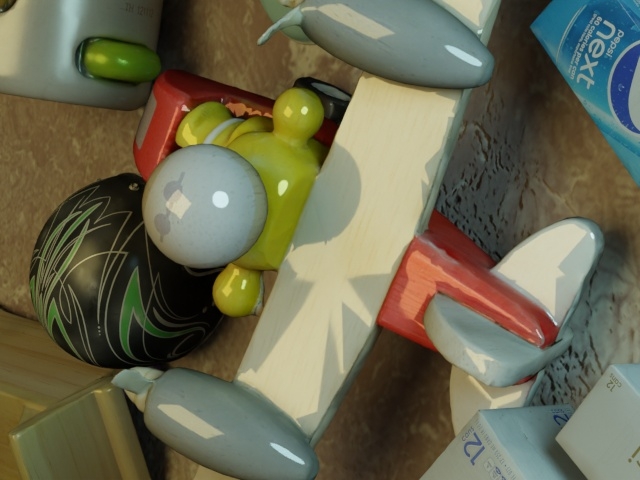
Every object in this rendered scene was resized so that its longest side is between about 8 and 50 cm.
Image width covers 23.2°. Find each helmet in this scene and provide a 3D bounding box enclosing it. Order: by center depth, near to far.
[{"bbox_3d":[-0.175,0.029,1.371,0.169,0.161,0.169,-13,66,30],"label":"helmet"}]

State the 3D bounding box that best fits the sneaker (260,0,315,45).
[{"bbox_3d":[-0.056,-0.287,1.146,0.135,0.150,0.365,29,142,37],"label":"sneaker"}]

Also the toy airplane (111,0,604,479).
[{"bbox_3d":[0.000,0.000,1.115,0.384,0.272,0.386,-22,71,41],"label":"toy airplane"}]

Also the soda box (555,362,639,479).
[{"bbox_3d":[0.240,0.170,0.930,0.216,0.074,0.069,52,124,35],"label":"soda box"}]

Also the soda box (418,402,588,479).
[{"bbox_3d":[0.177,0.239,0.980,0.091,0.098,0.286,-55,52,31],"label":"soda box"}]

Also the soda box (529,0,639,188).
[{"bbox_3d":[0.228,-0.086,1.024,0.067,0.071,0.210,-50,54,33],"label":"soda box"}]

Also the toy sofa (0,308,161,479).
[{"bbox_3d":[-0.302,0.183,1.544,0.363,0.177,0.150,9,119,46],"label":"toy sofa"}]

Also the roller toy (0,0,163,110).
[{"bbox_3d":[-0.247,-0.204,1.444,0.191,0.209,0.146,-133,52,-82],"label":"roller toy"}]
